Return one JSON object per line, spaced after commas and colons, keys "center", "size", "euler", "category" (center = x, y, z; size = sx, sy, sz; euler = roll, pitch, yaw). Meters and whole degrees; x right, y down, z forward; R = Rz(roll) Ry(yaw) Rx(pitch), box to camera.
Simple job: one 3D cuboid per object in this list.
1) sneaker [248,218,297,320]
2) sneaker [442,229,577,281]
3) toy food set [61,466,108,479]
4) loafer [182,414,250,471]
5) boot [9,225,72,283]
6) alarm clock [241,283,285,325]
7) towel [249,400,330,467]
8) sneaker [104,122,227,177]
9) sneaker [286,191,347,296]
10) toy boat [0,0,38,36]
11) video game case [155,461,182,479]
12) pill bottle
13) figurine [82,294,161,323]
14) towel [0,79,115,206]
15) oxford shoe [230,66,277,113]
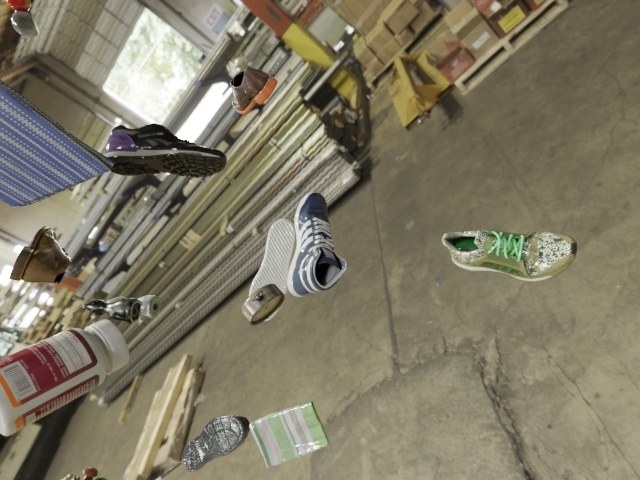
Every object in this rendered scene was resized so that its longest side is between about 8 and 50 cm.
{"center": [-0.135, 0.104, 1.427], "size": [0.366, 0.135, 0.150], "euler": [-70, -17, 10], "category": "sneaker"}
{"center": [0.557, 0.028, 1.271], "size": [0.410, 0.182, 0.158], "euler": [-3, 71, 49], "category": "sneaker"}
{"center": [-0.776, 0.828, 1.383], "size": [0.128, 0.217, 0.071], "euler": [87, -154, -78], "category": "toy food set"}
{"center": [-0.304, 0.602, 1.238], "size": [0.302, 0.095, 0.109], "euler": [-41, 65, 26], "category": "loafer"}
{"center": [-0.763, 0.047, 1.141], "size": [0.112, 0.115, 0.305], "euler": [-65, 30, 8], "category": "boot"}
{"center": [-0.170, 0.176, 1.171], "size": [0.129, 0.064, 0.192], "euler": [-40, -16, -14], "category": "alarm clock"}
{"center": [-0.068, 0.427, 0.896], "size": [0.151, 0.113, 0.023], "euler": [-23, 5, 6], "category": "towel"}
{"center": [-0.370, -0.232, 0.987], "size": [0.107, 0.283, 0.124], "euler": [113, 156, -67], "category": "sneaker"}
{"center": [0.000, 0.000, 1.019], "size": [0.153, 0.099, 0.283], "euler": [-16, 61, 58], "category": "sneaker"}
{"center": [-0.849, -0.570, 1.002], "size": [0.267, 0.148, 0.318], "euler": [8, 32, 16], "category": "toy boat"}
{"center": [-0.538, 0.805, 1.388], "size": [0.087, 0.011, 0.122], "euler": [-39, -13, 6], "category": "video game case"}
{"center": [-0.870, 0.430, 1.353], "size": [0.224, 0.224, 0.392], "euler": [-31, -3, 40], "category": "pill bottle"}
{"center": [-0.774, 0.258, 1.606], "size": [0.215, 0.209, 0.093], "euler": [13, -98, -79], "category": "figurine"}
{"center": [-0.599, -0.173, 0.779], "size": [0.335, 0.243, 0.040], "euler": [-12, 55, 26], "category": "towel"}
{"center": [-0.216, -0.445, 1.192], "size": [0.271, 0.098, 0.097], "euler": [5, 66, 61], "category": "oxford shoe"}
